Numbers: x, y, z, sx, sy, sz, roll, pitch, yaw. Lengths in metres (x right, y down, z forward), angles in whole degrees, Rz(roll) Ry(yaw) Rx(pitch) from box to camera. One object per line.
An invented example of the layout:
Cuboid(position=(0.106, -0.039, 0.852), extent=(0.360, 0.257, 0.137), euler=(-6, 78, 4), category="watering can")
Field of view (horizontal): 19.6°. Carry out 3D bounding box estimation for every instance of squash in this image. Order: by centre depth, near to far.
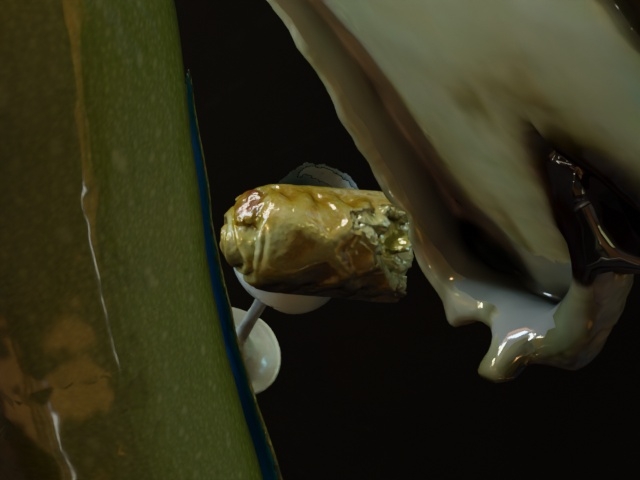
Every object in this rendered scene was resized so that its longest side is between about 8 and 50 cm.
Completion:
Cuboid(position=(-0.071, -0.012, 0.410), extent=(0.094, 0.094, 0.341), euler=(-15, 131, -8), category="squash")

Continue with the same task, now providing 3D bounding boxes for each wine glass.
Cuboid(position=(-0.032, 0.029, 1.244), extent=(0.079, 0.195, 0.079), euler=(12, 53, -16), category="wine glass")

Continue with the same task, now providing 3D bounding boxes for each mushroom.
Cuboid(position=(0.108, -0.091, 0.693), extent=(0.212, 0.217, 0.292), euler=(-39, 120, -34), category="mushroom")

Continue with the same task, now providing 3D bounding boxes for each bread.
Cuboid(position=(0.000, 0.000, 0.970), extent=(0.110, 0.066, 0.060), euler=(7, 104, -26), category="bread")
